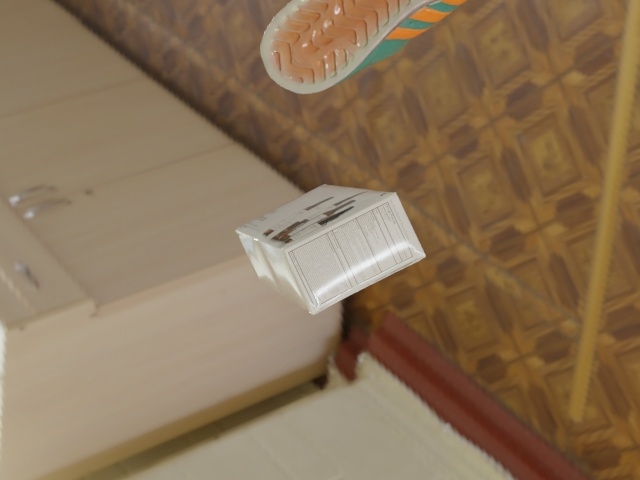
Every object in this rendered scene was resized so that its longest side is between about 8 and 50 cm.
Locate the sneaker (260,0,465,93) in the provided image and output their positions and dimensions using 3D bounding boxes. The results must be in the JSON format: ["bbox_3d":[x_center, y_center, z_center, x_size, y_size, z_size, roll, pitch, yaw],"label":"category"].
[{"bbox_3d":[0.079,-0.240,1.155,0.108,0.302,0.121,56,-172,-5],"label":"sneaker"}]

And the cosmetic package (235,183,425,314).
[{"bbox_3d":[0.000,0.000,1.053,0.060,0.099,0.239,66,170,-9],"label":"cosmetic package"}]
